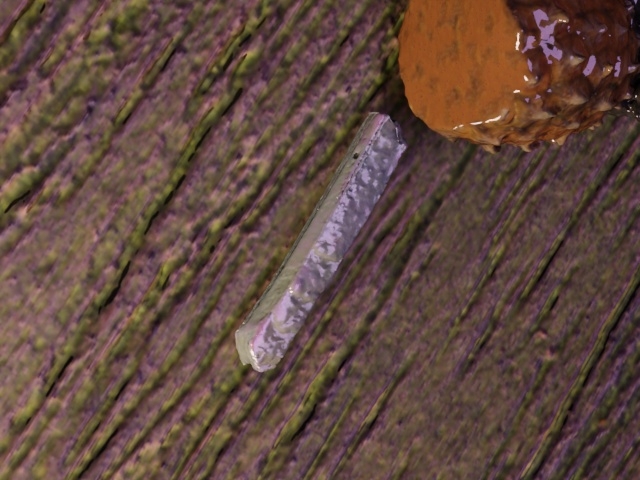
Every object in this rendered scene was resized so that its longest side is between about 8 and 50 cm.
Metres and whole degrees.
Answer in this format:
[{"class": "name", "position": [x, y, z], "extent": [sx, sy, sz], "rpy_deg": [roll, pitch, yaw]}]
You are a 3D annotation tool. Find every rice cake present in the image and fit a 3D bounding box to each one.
[{"class": "rice cake", "position": [0.000, 0.000, 1.241], "extent": [0.034, 0.043, 0.211], "rpy_deg": [34, 79, -19]}]

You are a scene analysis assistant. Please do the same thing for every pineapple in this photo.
[{"class": "pineapple", "position": [0.196, -0.134, 1.286], "extent": [0.279, 0.158, 0.157], "rpy_deg": [3, 94, -40]}]
